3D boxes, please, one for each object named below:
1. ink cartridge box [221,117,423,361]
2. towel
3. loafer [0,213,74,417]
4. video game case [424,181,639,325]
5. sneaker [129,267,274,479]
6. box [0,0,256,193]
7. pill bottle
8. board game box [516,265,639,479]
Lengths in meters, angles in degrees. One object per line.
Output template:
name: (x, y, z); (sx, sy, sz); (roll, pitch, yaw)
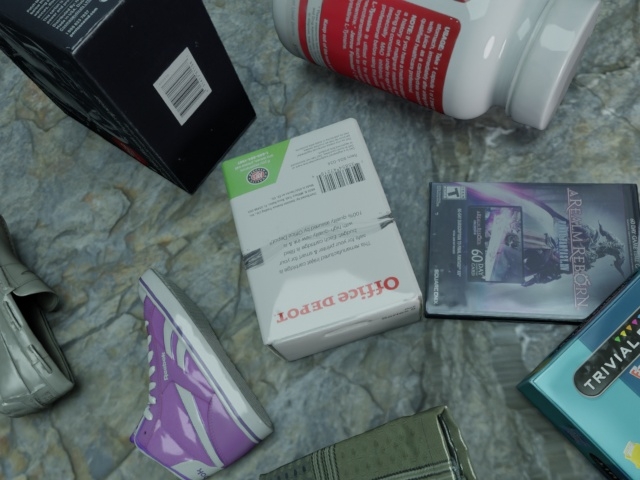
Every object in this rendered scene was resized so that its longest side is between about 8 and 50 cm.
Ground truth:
ink cartridge box: (0.000, 0.000, 0.797); (0.199, 0.114, 0.272); (-18, 65, 3)
towel: (0.061, 0.353, 0.579); (0.324, 0.056, 0.312); (-37, 55, 41)
loafer: (-0.432, 0.088, 0.849); (0.112, 0.112, 0.319); (-23, 73, -5)
video game case: (0.280, 0.013, 0.790); (0.274, 0.026, 0.196); (1, 68, 12)
sneaker: (-0.202, 0.175, 0.771); (0.161, 0.102, 0.282); (-36, 66, -2)
box: (-0.302, -0.273, 0.845); (0.313, 0.343, 0.179); (32, 77, 21)
pill bottle: (0.155, -0.311, 0.838); (0.408, 0.229, 0.229); (27, 75, 20)
board game box: (0.431, 0.196, 0.640); (0.254, 0.079, 0.336); (-41, 71, -8)
